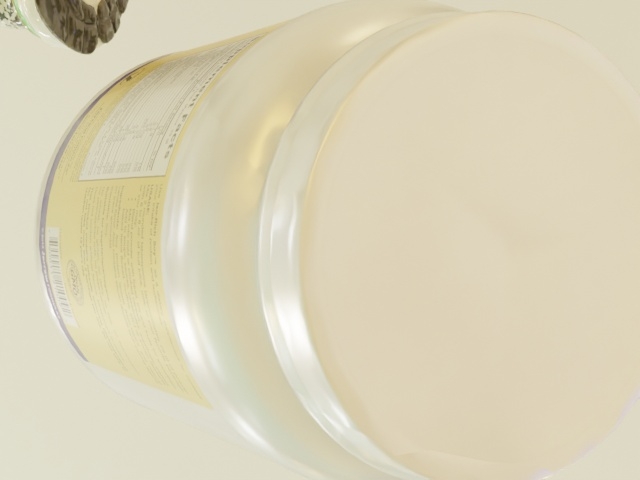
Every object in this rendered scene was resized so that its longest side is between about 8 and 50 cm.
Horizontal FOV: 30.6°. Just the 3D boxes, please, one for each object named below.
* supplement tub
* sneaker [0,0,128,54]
[{"bbox_3d":[0.000,0.000,0.635,0.241,0.241,0.331,53,-22,-20],"label":"supplement tub"},{"bbox_3d":[-0.265,-0.366,1.138,0.182,0.410,0.158,2,-29,18],"label":"sneaker"}]
